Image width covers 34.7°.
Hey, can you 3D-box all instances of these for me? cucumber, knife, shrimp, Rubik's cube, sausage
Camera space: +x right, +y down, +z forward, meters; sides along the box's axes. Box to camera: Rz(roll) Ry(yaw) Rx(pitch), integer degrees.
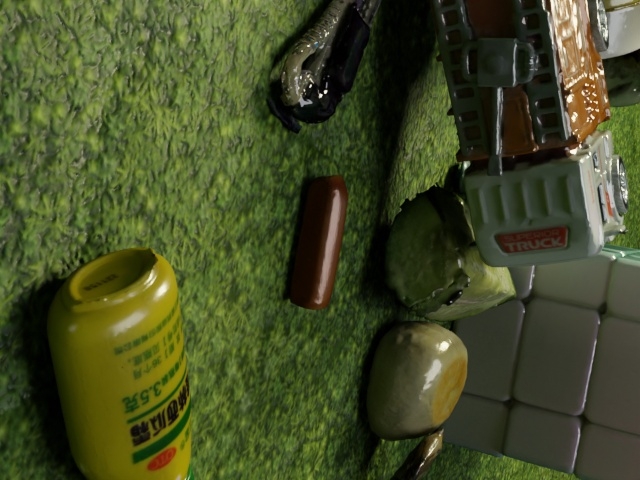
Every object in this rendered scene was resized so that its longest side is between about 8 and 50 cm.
[{"bbox_3d":[0.159,0.031,1.261,0.325,0.105,0.145,16,54,-66],"label":"cucumber"},{"bbox_3d":[0.046,-0.254,0.969,0.365,0.043,0.089,-67,154,-24],"label":"knife"},{"bbox_3d":[0.065,0.320,1.179,0.296,0.058,0.169,-41,161,-47],"label":"shrimp"},{"bbox_3d":[0.388,0.159,1.532,0.322,0.316,0.318,-5,105,-65],"label":"Rubik's cube"},{"bbox_3d":[0.000,0.000,0.983,0.039,0.041,0.131,6,95,-59],"label":"sausage"}]

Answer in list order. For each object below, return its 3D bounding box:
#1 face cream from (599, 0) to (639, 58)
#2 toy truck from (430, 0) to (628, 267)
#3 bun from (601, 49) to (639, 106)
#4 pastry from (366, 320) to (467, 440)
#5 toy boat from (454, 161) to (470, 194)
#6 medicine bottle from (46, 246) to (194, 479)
[{"bbox_3d":[0.299,-0.338,1.245,0.218,0.218,0.179,-44,138,-49],"label":"face cream"},{"bbox_3d":[0.215,-0.160,1.092,0.207,0.174,0.387,-38,118,-62],"label":"toy truck"},{"bbox_3d":[0.452,-0.301,1.517,0.281,0.282,0.204,-46,133,-48],"label":"bun"},{"bbox_3d":[0.116,0.171,1.240,0.156,0.092,0.156,-32,132,-45],"label":"pastry"},{"bbox_3d":[0.225,-0.063,1.346,0.215,0.102,0.088,-35,131,-76],"label":"toy boat"},{"bbox_3d":[-0.132,0.154,0.743,0.111,0.076,0.308,-42,138,-49],"label":"medicine bottle"}]
